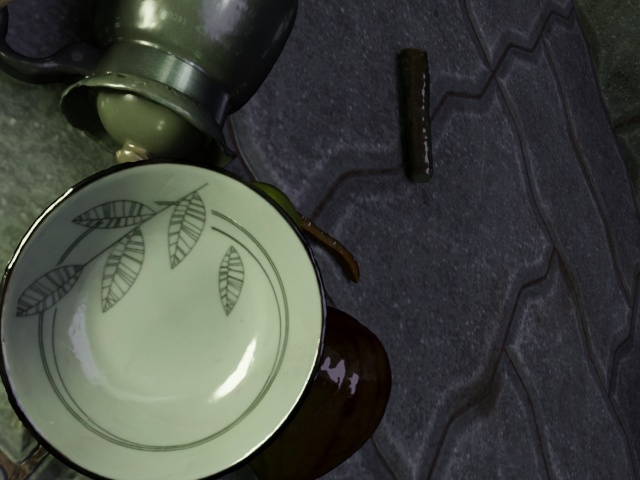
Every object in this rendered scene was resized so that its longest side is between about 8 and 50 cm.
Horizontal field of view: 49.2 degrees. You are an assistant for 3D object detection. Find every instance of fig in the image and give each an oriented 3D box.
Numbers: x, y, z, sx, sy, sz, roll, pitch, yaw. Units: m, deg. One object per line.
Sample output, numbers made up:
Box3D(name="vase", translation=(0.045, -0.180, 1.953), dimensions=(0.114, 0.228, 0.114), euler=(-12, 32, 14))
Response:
Box3D(name="fig", translation=(-0.050, 0.230, 0.837), dimensions=(0.217, 0.217, 0.321), euler=(19, 93, -49))

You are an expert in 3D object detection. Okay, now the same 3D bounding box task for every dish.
Box3D(name="dish", translation=(-0.153, 0.081, 0.707), dimensions=(0.316, 0.106, 0.317), euler=(1, 84, -9))

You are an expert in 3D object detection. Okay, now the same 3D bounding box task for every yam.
Box3D(name="yam", translation=(0.188, -0.247, 1.361), dimensions=(0.061, 0.061, 0.274), euler=(18, 67, -49))

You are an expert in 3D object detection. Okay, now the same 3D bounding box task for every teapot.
Box3D(name="teapot", translation=(-0.183, -0.211, 0.741), dimensions=(0.305, 0.223, 0.285), euler=(36, 60, -45))

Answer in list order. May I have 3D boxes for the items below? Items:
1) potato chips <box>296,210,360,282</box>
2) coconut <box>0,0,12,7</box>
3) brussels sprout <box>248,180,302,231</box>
Box3D(name="potato chips", translation=(0.000, 0.000, 1.064), dimensions=(0.204, 0.026, 0.037), euler=(42, 62, -39))
Box3D(name="coconut", translation=(-0.327, -0.277, 0.602), dimensions=(0.171, 0.170, 0.183), euler=(59, 46, -22))
Box3D(name="brussels sprout", translation=(-0.098, -0.003, 0.858), dimensions=(0.183, 0.131, 0.146), euler=(-15, 113, -54))
